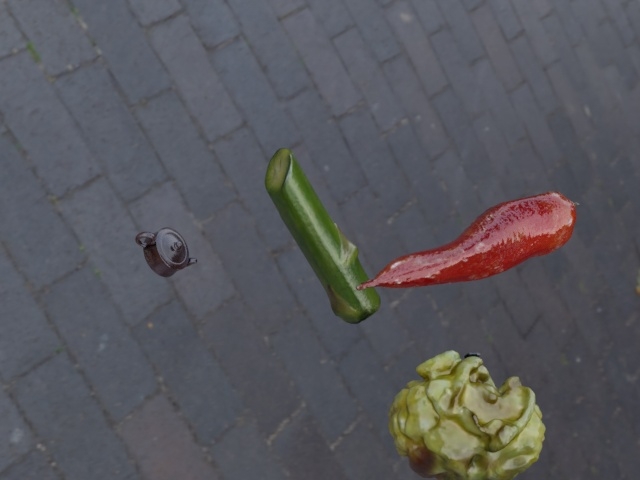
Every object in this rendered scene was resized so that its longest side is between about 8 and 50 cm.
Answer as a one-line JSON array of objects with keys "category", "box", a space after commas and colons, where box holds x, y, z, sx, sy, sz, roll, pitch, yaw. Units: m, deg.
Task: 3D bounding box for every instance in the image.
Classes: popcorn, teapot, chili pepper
[{"category": "popcorn", "box": [0.206, 0.251, 1.429, 0.218, 0.189, 0.169, 5, 48, -3]}, {"category": "teapot", "box": [-0.214, 0.012, 1.431, 0.100, 0.045, 0.068, 34, 41, -41]}, {"category": "chili pepper", "box": [0.103, 0.004, 0.656, 0.178, 0.027, 0.045, -15, 128, -23]}]

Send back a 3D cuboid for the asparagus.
[{"category": "asparagus", "box": [0.000, 0.001, 1.327, 0.277, 0.067, 0.060, 57, 39, -31]}]
